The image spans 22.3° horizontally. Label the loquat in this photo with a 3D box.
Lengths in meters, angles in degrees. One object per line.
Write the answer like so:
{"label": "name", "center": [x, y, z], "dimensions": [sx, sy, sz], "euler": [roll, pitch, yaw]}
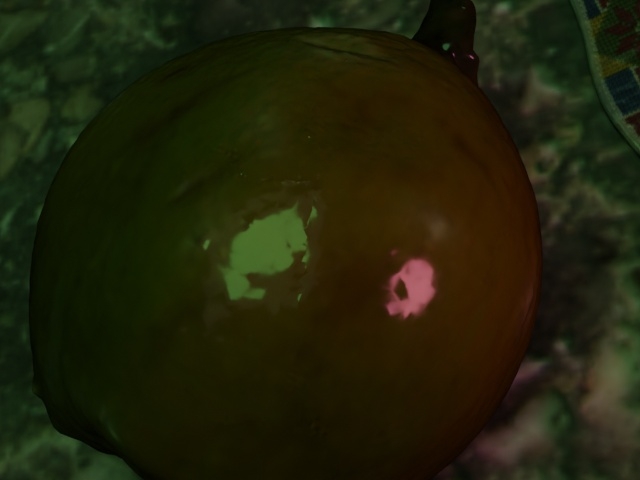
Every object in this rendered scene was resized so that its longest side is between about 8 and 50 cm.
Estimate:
{"label": "loquat", "center": [0.000, 0.000, 0.665], "dimensions": [0.213, 0.213, 0.246], "euler": [28, 74, 23]}

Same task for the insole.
{"label": "insole", "center": [0.149, -0.099, 0.753], "dimensions": [0.065, 0.006, 0.193], "euler": [-26, 68, 8]}
